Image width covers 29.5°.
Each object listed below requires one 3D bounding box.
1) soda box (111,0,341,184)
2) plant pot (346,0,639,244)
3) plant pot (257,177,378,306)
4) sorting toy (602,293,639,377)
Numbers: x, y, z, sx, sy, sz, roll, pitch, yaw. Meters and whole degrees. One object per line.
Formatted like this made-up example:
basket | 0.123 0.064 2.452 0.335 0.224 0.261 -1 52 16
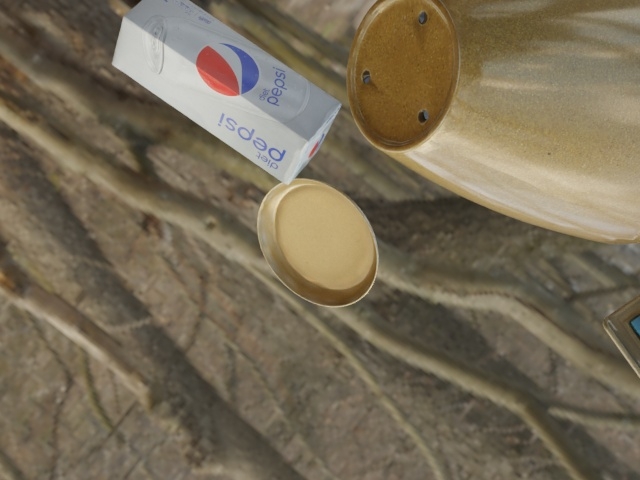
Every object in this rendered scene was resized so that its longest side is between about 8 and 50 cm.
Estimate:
soda box | -0.122 -0.201 1.559 0.091 0.286 0.098 -52 175 -38
plant pot | 0.152 -0.115 0.927 0.254 0.237 0.237 0 143 -39
plant pot | 0.000 0.000 2.037 0.032 0.236 0.236 -38 171 -48
sorting toy | 0.657 0.200 2.062 0.229 0.307 0.041 -34 169 -3
